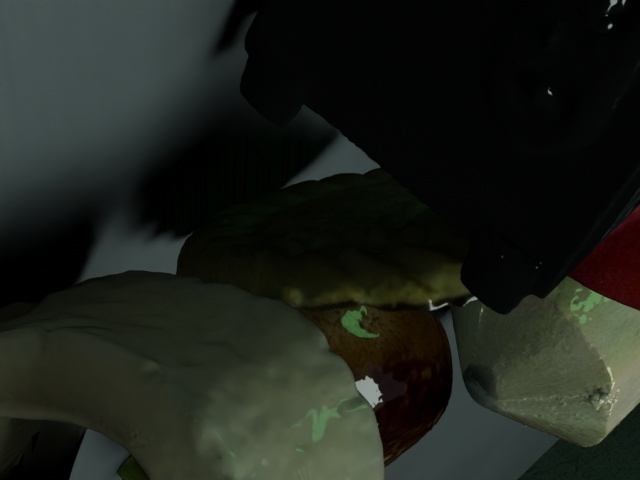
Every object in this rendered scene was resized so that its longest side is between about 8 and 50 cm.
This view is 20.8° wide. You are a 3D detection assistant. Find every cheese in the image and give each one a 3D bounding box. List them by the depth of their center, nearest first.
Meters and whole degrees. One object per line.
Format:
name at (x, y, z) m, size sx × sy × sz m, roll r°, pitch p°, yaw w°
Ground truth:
cheese at (-0.119, 0.173, 1.013) m, size 0.153 × 0.292 × 0.332 m, roll -22°, pitch 138°, yaw -54°

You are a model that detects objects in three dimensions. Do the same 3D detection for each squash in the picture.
squash at (-0.125, 0.207, 1.393) m, size 0.027 × 0.083 × 0.027 m, roll -41°, pitch 163°, yaw -16°

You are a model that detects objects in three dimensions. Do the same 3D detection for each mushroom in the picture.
mushroom at (-0.008, 0.114, 1.334) m, size 0.278 × 0.163 × 0.297 m, roll -49°, pitch 161°, yaw 9°

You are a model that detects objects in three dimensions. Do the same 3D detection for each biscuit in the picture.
biscuit at (0.000, 0.000, 1.096) m, size 0.187 × 0.036 × 0.273 m, roll -11°, pitch -165°, yaw -9°

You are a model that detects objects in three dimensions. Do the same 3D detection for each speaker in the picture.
speaker at (0.114, -0.137, 0.945) m, size 0.184 × 0.232 × 0.254 m, roll -35°, pitch 162°, yaw -47°

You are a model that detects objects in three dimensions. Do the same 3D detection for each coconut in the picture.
coconut at (0.243, 0.081, 1.758) m, size 0.244 × 0.239 × 0.239 m, roll -42°, pitch 162°, yaw -20°

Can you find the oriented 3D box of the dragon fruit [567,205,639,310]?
dragon fruit at (0.268, -0.111, 1.298) m, size 0.305 × 0.305 × 0.226 m, roll -29°, pitch 148°, yaw -44°
